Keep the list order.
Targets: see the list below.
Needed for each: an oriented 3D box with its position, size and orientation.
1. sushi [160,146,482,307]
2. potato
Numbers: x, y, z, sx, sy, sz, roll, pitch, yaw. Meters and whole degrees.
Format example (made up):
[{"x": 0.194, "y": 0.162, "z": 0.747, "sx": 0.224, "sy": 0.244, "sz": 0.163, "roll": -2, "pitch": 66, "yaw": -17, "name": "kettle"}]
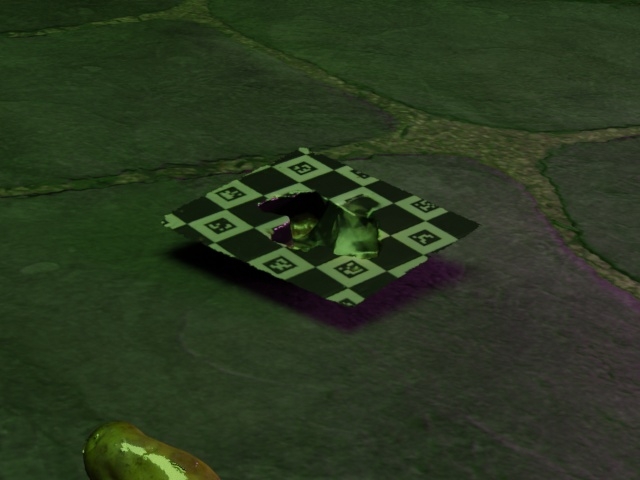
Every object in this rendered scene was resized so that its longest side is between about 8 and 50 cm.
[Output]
[{"x": 0.000, "y": 0.000, "z": 1.139, "sx": 0.210, "sy": 0.040, "sz": 0.193, "roll": 24, "pitch": 37, "yaw": 34, "name": "sushi"}, {"x": -0.100, "y": 0.138, "z": 0.790, "sx": 0.092, "sy": 0.046, "sz": 0.045, "roll": 24, "pitch": 14, "yaw": 15, "name": "potato"}]
